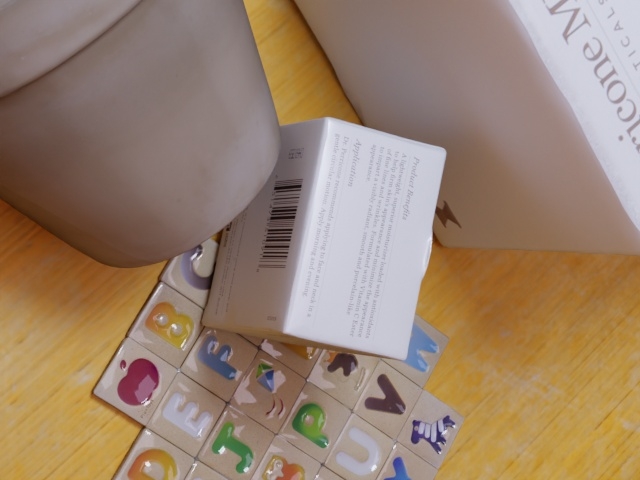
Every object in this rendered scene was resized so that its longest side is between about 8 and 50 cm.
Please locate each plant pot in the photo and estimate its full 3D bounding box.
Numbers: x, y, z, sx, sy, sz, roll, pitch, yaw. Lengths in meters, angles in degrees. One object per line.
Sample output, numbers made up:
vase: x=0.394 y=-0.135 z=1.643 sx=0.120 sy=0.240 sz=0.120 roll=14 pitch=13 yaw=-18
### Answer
plant pot: x=-0.178 y=-0.137 z=1.143 sx=0.323 sy=0.323 sz=0.280 roll=-47 pitch=126 yaw=-19

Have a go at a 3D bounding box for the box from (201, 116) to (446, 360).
box: x=0.000 y=0.000 z=1.269 sx=0.119 sy=0.182 sz=0.181 roll=15 pitch=83 yaw=-25

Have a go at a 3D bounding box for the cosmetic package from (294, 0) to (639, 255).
cosmetic package: x=0.245 y=-0.228 z=1.325 sx=0.393 sy=0.327 sz=0.329 roll=-39 pitch=108 yaw=-21

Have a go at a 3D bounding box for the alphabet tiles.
alphabet tiles: x=-0.028 y=0.151 z=1.363 sx=0.342 sy=0.011 sz=0.285 roll=36 pitch=75 yaw=-23
